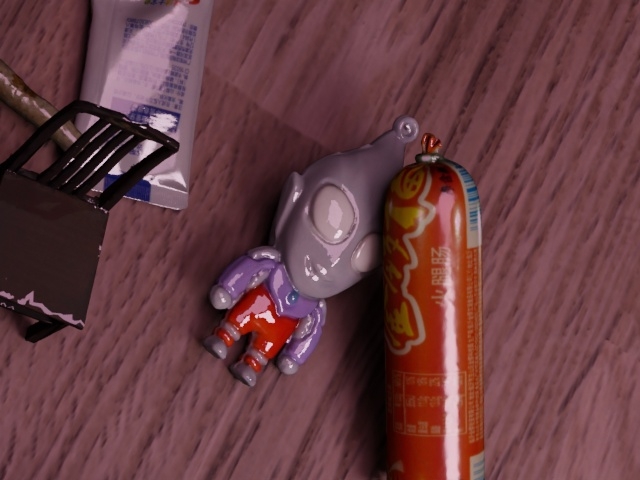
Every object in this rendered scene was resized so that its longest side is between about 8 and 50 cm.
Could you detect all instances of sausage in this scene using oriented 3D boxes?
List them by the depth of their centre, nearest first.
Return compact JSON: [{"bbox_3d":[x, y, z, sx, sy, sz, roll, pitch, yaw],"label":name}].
[{"bbox_3d":[0.079,0.056,1.397,0.083,0.083,0.264,-6,99,-28],"label":"sausage"}]

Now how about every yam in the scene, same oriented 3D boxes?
[{"bbox_3d":[-0.246,-0.132,1.340,0.234,0.027,0.029,42,70,-9],"label":"yam"}]

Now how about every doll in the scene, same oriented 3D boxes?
[{"bbox_3d":[0.000,0.000,1.416,0.227,0.075,0.102,-50,121,-15],"label":"doll"}]

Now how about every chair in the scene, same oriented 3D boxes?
[{"bbox_3d":[-0.166,-0.008,1.251,0.084,0.212,0.101,22,70,-22],"label":"chair"}]

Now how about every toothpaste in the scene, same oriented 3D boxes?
[{"bbox_3d":[-0.118,-0.159,1.404,0.096,0.061,0.266,12,82,-26],"label":"toothpaste"}]
